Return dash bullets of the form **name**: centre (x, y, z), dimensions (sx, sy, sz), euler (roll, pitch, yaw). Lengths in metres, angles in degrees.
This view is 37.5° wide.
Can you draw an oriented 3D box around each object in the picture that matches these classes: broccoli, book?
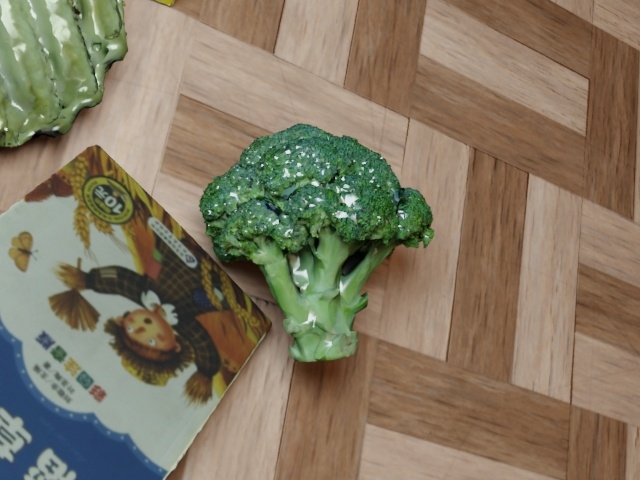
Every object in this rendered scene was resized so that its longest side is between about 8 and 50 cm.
- **broccoli**: centre (0.000, 0.000, 1.071), dimensions (0.270, 0.270, 0.270), euler (-4, 86, -32)
- **book**: centre (-0.241, 0.108, 0.937), dimensions (0.300, 0.039, 0.428), euler (47, 39, -10)

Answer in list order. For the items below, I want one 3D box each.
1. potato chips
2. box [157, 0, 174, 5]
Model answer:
- **potato chips**: centre (-0.385, -0.298, 0.966), dimensions (0.359, 0.070, 0.429), euler (-22, 103, -26)
- **box**: centre (-0.271, -0.414, 1.126), dimensions (0.265, 0.097, 0.168), euler (18, 66, -25)
